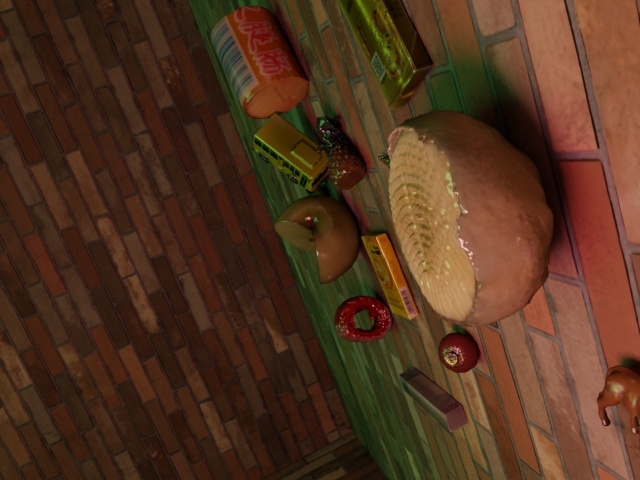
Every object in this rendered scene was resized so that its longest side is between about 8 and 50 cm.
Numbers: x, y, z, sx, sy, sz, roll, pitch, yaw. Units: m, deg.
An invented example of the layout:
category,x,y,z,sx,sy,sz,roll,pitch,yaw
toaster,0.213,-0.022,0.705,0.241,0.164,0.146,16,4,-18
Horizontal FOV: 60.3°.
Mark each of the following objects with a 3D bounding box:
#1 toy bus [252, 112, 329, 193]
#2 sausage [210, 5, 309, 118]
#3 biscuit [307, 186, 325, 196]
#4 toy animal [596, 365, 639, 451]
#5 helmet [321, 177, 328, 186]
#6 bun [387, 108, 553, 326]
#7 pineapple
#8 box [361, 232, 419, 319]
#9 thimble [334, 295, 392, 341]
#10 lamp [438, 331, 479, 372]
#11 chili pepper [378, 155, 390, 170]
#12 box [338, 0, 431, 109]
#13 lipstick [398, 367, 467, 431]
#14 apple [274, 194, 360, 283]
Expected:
category,x,y,z,sx,sy,sz,roll,pitch,yaw
toy bus,-0.091,-0.291,1.845,0.262,0.128,0.150,38,163,3
sausage,-0.199,-0.572,1.777,0.287,0.232,0.233,64,167,13
biscuit,-0.014,-0.182,2.144,0.250,0.036,0.166,-156,44,-77
toy animal,0.481,0.235,0.742,0.224,0.066,0.230,-129,25,-52
helmet,0.001,-0.234,1.954,0.084,0.049,0.065,38,136,0
bun,0.249,-0.045,0.900,0.364,0.202,0.365,162,90,-82
pineapple,0.048,-0.266,1.594,0.111,0.119,0.237,11,-134,-48
box,0.211,0.104,1.684,0.270,0.043,0.152,68,167,-7
thimble,0.149,0.277,1.938,0.125,0.189,0.163,144,127,-74
lamp,0.339,0.275,1.354,0.101,0.090,0.101,9,107,33
chili pepper,0.172,-0.188,1.380,0.083,0.022,0.027,57,163,25
box,0.116,-0.439,1.114,0.173,0.043,0.312,125,122,-76
lipstick,0.351,0.500,1.753,0.068,0.066,0.317,70,167,-14
apple,0.012,-0.017,1.878,0.295,0.233,0.258,47,173,29
